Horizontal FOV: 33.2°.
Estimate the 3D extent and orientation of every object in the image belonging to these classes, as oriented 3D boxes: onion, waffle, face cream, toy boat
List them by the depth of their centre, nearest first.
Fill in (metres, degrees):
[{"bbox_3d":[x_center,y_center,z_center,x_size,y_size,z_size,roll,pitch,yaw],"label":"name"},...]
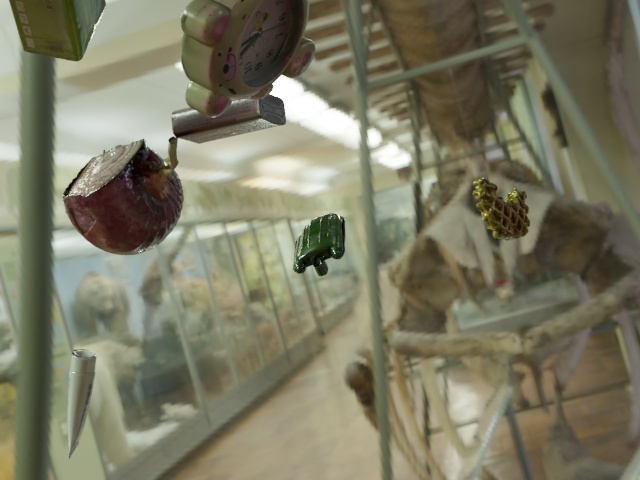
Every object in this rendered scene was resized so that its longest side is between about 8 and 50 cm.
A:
[{"bbox_3d":[0.000,0.000,1.998,0.104,0.052,0.210,-24,22,13],"label":"toy boat"},{"bbox_3d":[-0.421,-0.081,2.366,0.256,0.230,0.272,-44,34,-22],"label":"onion"},{"bbox_3d":[-0.555,0.372,2.472,0.058,0.244,0.092,8,11,-1],"label":"face cream"},{"bbox_3d":[0.428,-0.075,2.490,0.051,0.149,0.194,-17,-9,41],"label":"waffle"}]

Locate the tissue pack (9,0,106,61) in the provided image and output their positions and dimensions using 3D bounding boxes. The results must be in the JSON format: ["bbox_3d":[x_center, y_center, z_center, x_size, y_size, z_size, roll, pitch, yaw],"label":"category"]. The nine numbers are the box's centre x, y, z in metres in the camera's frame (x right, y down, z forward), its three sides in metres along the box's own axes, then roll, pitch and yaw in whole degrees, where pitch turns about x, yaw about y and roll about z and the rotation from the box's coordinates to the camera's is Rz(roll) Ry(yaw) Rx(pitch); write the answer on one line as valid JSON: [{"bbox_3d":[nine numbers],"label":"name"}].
[{"bbox_3d":[-0.603,-0.580,2.449,0.167,0.200,0.275,11,-32,3],"label":"tissue pack"}]

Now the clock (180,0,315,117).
[{"bbox_3d":[-0.130,-0.388,1.994,0.309,0.114,0.284,-43,-27,-35],"label":"clock"}]

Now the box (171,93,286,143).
[{"bbox_3d":[-0.198,-0.264,2.309,0.224,0.069,0.120,-9,-8,25],"label":"box"}]
